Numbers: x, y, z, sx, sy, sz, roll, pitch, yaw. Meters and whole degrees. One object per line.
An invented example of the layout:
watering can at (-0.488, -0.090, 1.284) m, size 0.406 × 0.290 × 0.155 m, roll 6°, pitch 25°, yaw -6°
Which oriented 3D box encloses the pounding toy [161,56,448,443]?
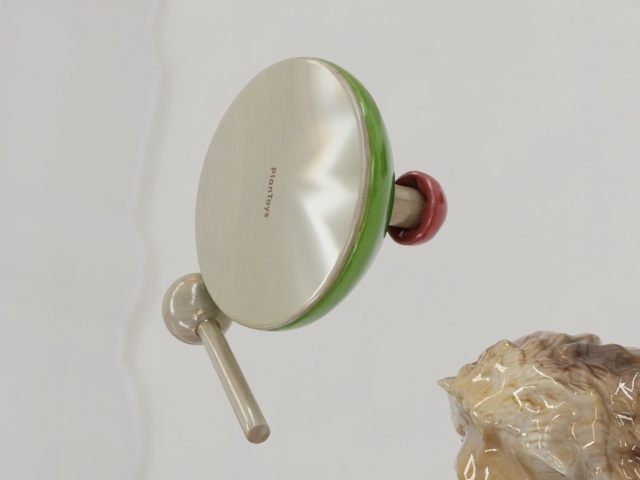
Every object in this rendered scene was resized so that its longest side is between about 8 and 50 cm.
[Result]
pounding toy at (0.000, 0.000, 1.015) m, size 0.183 × 0.110 × 0.237 m, roll 44°, pitch 115°, yaw 48°

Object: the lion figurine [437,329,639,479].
lion figurine at (0.243, 0.155, 0.642) m, size 0.392 × 0.240 × 0.142 m, roll 7°, pitch 50°, yaw 38°
